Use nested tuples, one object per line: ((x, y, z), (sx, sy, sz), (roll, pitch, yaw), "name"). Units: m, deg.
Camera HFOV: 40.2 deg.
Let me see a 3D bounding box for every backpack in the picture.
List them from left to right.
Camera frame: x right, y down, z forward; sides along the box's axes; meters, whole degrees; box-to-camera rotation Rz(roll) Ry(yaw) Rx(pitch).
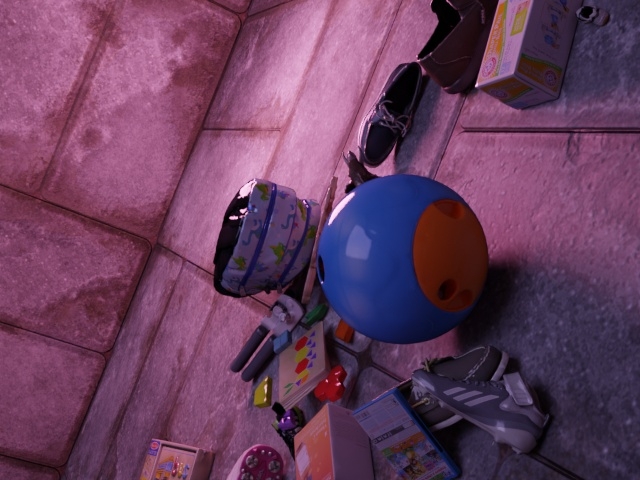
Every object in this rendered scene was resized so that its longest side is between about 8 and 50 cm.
((-0.135, -0.014, 2.095), (0.355, 0.274, 0.290), (87, -159, -71), "backpack")

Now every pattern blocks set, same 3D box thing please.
((-0.035, 0.271, 1.884), (0.285, 0.026, 0.324), (-36, 27, 27), "pattern blocks set")

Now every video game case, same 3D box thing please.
((0.137, 0.325, 1.413), (0.015, 0.166, 0.119), (-34, -4, -44), "video game case")

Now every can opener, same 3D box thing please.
((-0.124, 0.235, 2.154), (0.280, 0.074, 0.093), (-54, -7, 25), "can opener")

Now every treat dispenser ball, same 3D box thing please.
((0.138, 0.031, 1.476), (0.288, 0.288, 0.288), (-47, 31, 40), "treat dispenser ball")

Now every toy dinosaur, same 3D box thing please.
((0.078, -0.035, 1.918), (0.160, 0.121, 0.313), (-87, 9, -69), "toy dinosaur")

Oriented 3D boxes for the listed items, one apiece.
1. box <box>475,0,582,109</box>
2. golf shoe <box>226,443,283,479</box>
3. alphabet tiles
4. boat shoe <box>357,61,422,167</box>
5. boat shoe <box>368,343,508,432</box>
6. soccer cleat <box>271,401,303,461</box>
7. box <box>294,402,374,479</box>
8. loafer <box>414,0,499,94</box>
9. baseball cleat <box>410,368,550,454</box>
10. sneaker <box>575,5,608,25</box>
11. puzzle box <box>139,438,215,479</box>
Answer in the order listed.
((0.369, -0.349, 1.549), (0.114, 0.103, 0.203), (-10, 61, 63), "box")
((-0.173, 0.589, 1.903), (0.306, 0.115, 0.140), (-65, 12, -10), "golf shoe")
((0.000, 0.000, 2.009), (0.278, 0.021, 0.284), (103, 180, -71), "alphabet tiles")
((0.161, -0.282, 1.955), (0.254, 0.095, 0.079), (-62, 11, -8), "boat shoe")
((0.179, 0.247, 1.418), (0.305, 0.091, 0.109), (-45, 5, 41), "boat shoe")
((-0.064, 0.408, 1.847), (0.060, 0.072, 0.179), (-60, 25, 18), "soccer cleat")
((0.023, 0.416, 1.633), (0.130, 0.091, 0.170), (-51, 28, 33), "box")
((0.302, -0.486, 1.778), (0.134, 0.130, 0.365), (9, 78, 66), "loafer")
((0.239, 0.225, 1.289), (0.206, 0.072, 0.109), (30, 88, 23), "baseball cleat")
((0.454, -0.388, 1.486), (0.031, 0.037, 0.083), (-65, 22, 11), "sneaker")
((-0.416, 0.687, 2.380), (0.409, 0.052, 0.272), (-18, 53, 61), "puzzle box")
